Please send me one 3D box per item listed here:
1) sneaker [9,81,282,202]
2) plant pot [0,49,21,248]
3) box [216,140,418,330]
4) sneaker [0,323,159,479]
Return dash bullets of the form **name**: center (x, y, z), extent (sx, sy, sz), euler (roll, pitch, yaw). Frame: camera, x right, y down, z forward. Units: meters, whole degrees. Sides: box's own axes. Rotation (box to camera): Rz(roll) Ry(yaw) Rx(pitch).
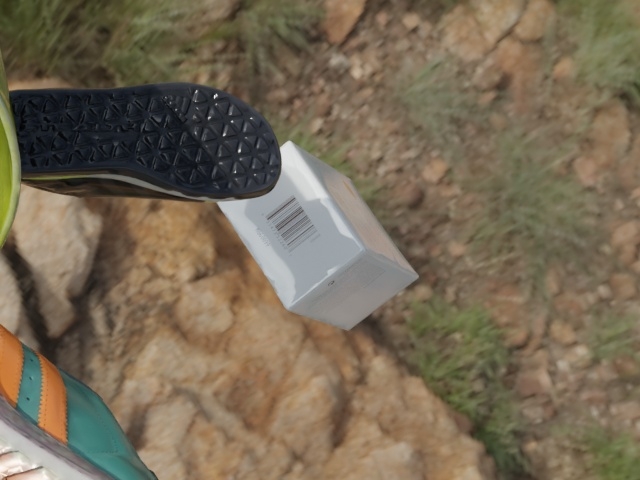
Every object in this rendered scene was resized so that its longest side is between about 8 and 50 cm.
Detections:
- **sneaker**: center (-0.147, -0.071, 1.071), extent (0.235, 0.097, 0.084), euler (7, 80, -11)
- **plant pot**: center (-0.315, -0.136, 0.864), extent (0.275, 0.274, 0.293), euler (16, 38, -24)
- **box**: center (0.000, 0.000, 1.354), extent (0.130, 0.091, 0.170), euler (55, 11, 20)
- **sneaker**: center (-0.175, 0.084, 0.680), extent (0.302, 0.121, 0.108), euler (45, 89, 1)
